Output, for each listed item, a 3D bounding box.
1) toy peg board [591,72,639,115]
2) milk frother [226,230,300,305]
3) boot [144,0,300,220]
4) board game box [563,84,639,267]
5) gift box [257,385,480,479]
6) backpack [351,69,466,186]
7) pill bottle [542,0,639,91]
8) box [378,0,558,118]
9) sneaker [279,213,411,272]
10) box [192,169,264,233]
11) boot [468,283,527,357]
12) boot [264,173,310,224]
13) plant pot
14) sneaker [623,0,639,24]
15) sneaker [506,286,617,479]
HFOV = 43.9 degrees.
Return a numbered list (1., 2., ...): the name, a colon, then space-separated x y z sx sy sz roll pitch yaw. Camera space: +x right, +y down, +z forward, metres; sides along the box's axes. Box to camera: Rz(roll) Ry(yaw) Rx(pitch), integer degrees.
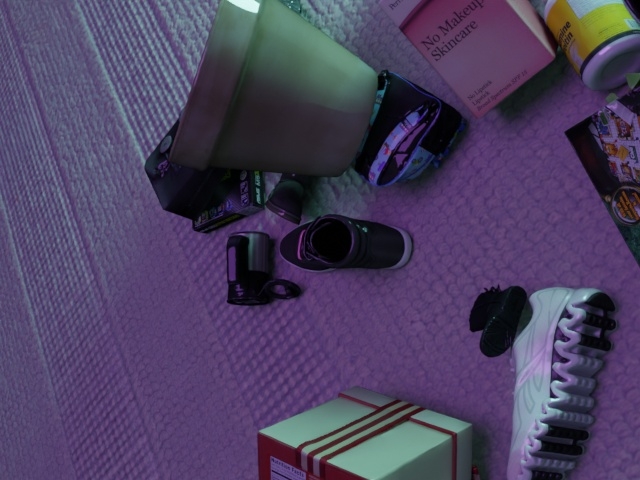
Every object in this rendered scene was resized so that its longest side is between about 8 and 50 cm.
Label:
1. toy peg board: 0.451 -0.162 1.047 0.161 0.079 0.161 -54 50 20
2. milk frother: -0.110 0.050 1.521 0.143 0.129 0.135 -1 76 -1
3. boot: -0.206 -0.308 1.628 0.445 0.146 0.367 -54 30 27
4. board game box: 0.433 -0.062 1.015 0.136 0.030 0.260 -32 78 35
5. gift box: 0.068 0.384 1.162 0.255 0.258 0.277 16 111 42
6. backpack: 0.135 -0.170 1.317 0.158 0.116 0.173 42 108 40
7. pill bottle: 0.383 -0.310 1.129 0.103 0.103 0.184 -39 56 30
8. box: 0.224 -0.325 1.183 0.232 0.127 0.148 47 122 -7
9. sneaker: 0.000 0.000 1.382 0.295 0.146 0.105 1 82 44
10. box: -0.199 -0.128 1.668 0.190 0.045 0.184 -20 69 38
11. boot: 0.246 0.118 1.152 0.121 0.045 0.099 -61 11 -19
12. boot: -0.028 -0.146 1.464 0.209 0.076 0.190 -57 20 12
13. plant pot: -0.070 -0.235 1.302 0.323 0.280 0.323 -161 90 -77
14. sneaker: 0.449 -0.377 1.045 0.094 0.151 0.256 -30 60 46
15. sneaker: 0.309 0.202 1.087 0.118 0.110 0.292 11 80 51
